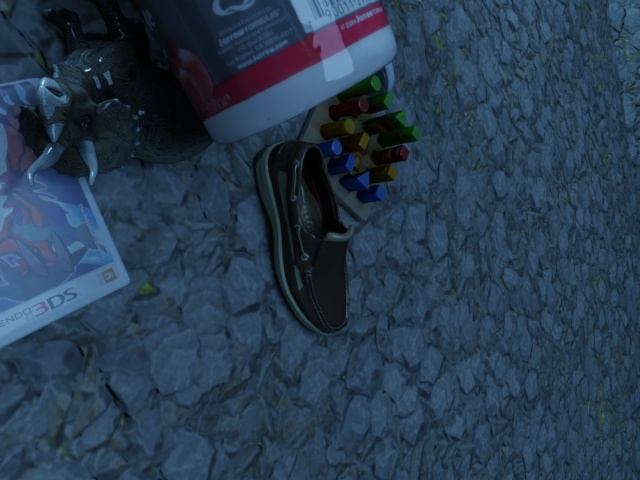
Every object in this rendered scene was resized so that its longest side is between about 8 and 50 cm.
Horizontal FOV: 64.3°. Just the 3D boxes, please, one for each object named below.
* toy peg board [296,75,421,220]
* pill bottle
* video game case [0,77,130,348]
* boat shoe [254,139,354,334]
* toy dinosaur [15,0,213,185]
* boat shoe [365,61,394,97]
[{"bbox_3d":[0.062,-0.138,0.716,0.161,0.079,0.160,39,61,-36],"label":"toy peg board"},{"bbox_3d":[-0.081,-0.251,0.387,0.176,0.176,0.318,-42,113,-38],"label":"pill bottle"},{"bbox_3d":[-0.275,-0.015,0.411,0.183,0.023,0.201,-32,109,-41],"label":"video game case"},{"bbox_3d":[-0.005,0.003,0.628,0.095,0.095,0.257,-32,110,-41],"label":"boat shoe"},{"bbox_3d":[-0.165,-0.134,0.482,0.314,0.121,0.160,-21,107,-65],"label":"toy dinosaur"},{"bbox_3d":[0.050,-0.313,0.710,0.075,0.083,0.226,-50,120,-33],"label":"boat shoe"}]
